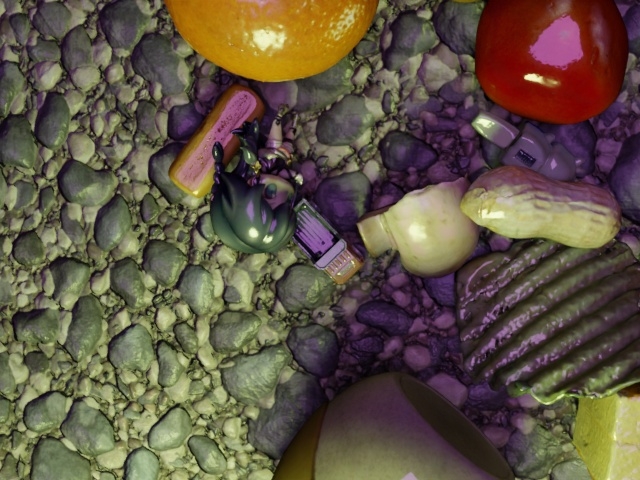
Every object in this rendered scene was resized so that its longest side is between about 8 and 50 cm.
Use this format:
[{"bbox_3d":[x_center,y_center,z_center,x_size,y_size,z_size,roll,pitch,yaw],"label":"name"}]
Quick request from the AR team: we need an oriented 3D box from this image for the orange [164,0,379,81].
[{"bbox_3d":[-0.092,-0.491,1.465,0.424,0.326,0.423,1,86,-13],"label":"orange"}]

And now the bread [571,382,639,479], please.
[{"bbox_3d":[0.633,0.348,1.495,0.279,0.279,0.207,7,96,6],"label":"bread"}]

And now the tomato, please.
[{"bbox_3d":[0.423,-0.350,1.486,0.299,0.226,0.298,0,96,4],"label":"tomato"}]

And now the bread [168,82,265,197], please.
[{"bbox_3d":[-0.201,-0.197,1.614,0.093,0.074,0.239,38,95,2],"label":"bread"}]

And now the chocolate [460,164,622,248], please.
[{"bbox_3d":[0.409,-0.062,1.496,0.310,0.134,0.134,7,94,-10],"label":"chocolate"}]

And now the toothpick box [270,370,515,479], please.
[{"bbox_3d":[0.105,0.488,1.469,0.409,0.409,0.425,39,99,1],"label":"toothpick box"}]

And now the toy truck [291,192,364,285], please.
[{"bbox_3d":[0.000,0.000,1.603,0.083,0.092,0.192,-43,90,4],"label":"toy truck"}]

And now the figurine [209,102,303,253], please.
[{"bbox_3d":[-0.116,-0.106,1.521,0.175,0.197,0.264,22,57,-25],"label":"figurine"}]

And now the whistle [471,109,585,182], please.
[{"bbox_3d":[0.398,-0.171,1.563,0.244,0.092,0.110,33,124,-2],"label":"whistle"}]

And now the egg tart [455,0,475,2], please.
[{"bbox_3d":[0.276,-0.540,1.516,0.203,0.147,0.202,0,88,9],"label":"egg tart"}]

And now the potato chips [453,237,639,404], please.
[{"bbox_3d":[0.442,0.146,1.516,0.390,0.373,0.097,-16,137,9],"label":"potato chips"}]

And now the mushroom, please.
[{"bbox_3d":[0.201,-0.010,1.550,0.236,0.162,0.173,-21,85,8],"label":"mushroom"}]
